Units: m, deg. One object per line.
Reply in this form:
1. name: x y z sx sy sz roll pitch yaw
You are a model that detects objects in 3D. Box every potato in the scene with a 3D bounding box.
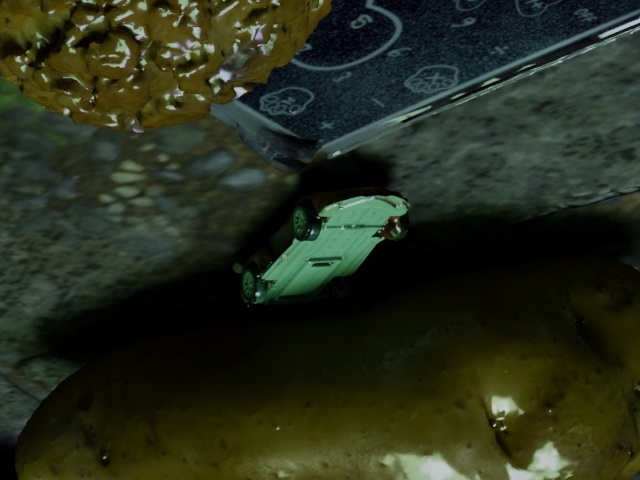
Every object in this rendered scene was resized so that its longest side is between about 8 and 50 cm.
1. potato: 0.018 0.104 0.997 0.369 0.176 0.195 -8 -161 6

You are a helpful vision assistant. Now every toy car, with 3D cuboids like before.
1. toy car: 0.000 0.000 0.913 0.059 0.035 0.122 -1 151 -27

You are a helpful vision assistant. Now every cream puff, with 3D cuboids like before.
1. cream puff: -0.061 -0.093 0.621 0.144 0.103 0.126 -23 144 33

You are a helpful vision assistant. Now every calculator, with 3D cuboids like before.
1. calculator: 0.064 -0.104 0.725 0.274 0.028 0.166 -22 151 26

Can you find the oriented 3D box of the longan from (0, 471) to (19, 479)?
1. longan: -0.228 0.238 1.168 0.212 0.198 0.198 1 153 -6
